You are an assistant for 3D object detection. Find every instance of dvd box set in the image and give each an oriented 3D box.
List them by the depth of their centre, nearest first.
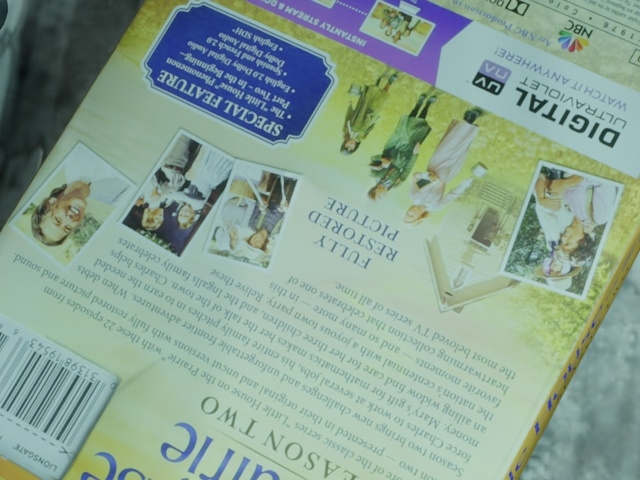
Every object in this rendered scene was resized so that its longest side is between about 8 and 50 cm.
[{"bbox_3d":[0.000,0.000,0.851,0.308,0.062,0.420,25,78,18],"label":"dvd box set"}]

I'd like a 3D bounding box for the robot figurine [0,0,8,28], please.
[{"bbox_3d":[-0.291,-0.053,0.857,0.209,0.173,0.278,32,71,15],"label":"robot figurine"}]
